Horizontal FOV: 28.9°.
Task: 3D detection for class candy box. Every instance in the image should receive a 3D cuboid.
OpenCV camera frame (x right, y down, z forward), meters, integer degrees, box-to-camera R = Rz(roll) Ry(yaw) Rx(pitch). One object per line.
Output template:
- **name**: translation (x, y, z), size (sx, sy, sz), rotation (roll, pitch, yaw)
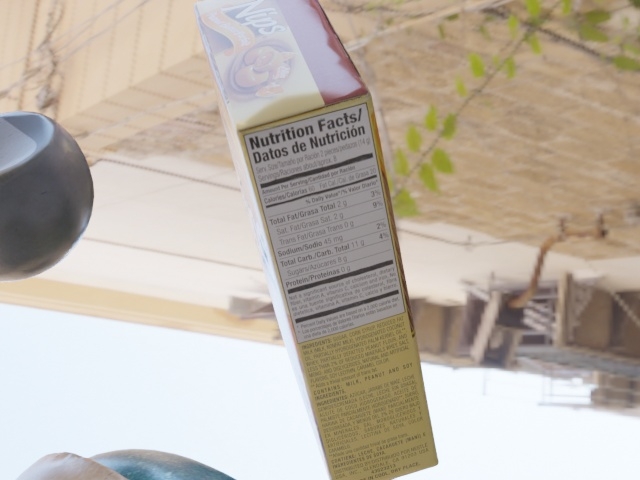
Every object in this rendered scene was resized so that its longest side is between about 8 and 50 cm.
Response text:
- **candy box**: translation (0.000, 0.000, 0.862), size (0.087, 0.183, 0.316), rotation (-17, -54, -4)

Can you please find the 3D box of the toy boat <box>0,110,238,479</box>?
- **toy boat**: translation (-0.072, 0.099, 0.432), size (0.148, 0.267, 0.318), rotation (-34, -99, -28)
